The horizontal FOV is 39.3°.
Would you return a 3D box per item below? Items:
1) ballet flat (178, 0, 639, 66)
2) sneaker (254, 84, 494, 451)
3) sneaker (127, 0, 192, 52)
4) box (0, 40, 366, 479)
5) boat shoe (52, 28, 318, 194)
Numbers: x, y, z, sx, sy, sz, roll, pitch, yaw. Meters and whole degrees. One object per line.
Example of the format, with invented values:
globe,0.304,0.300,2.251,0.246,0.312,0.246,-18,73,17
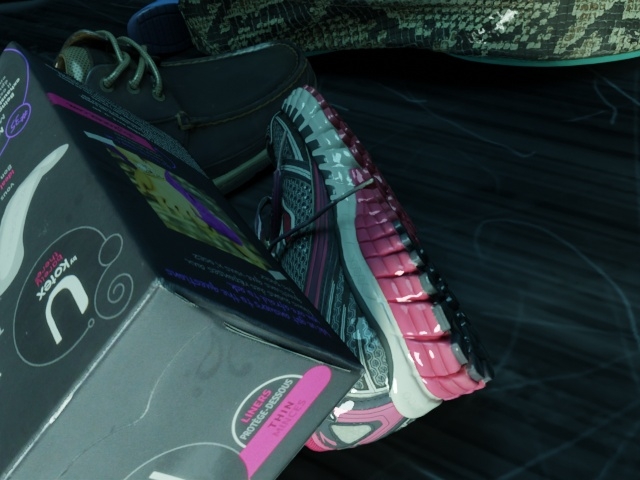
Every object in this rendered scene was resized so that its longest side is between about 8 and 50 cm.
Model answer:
ballet flat,0.083,-0.247,0.789,0.482,0.182,0.164,3,53,17
sneaker,0.000,0.000,0.578,0.112,0.121,0.299,-32,34,9
sneaker,-0.147,-0.239,0.942,0.059,0.053,0.144,28,46,37
box,-0.129,0.033,0.501,0.165,0.143,0.270,-51,43,9
boat shoe,-0.164,-0.091,0.709,0.355,0.130,0.132,-27,42,-17
